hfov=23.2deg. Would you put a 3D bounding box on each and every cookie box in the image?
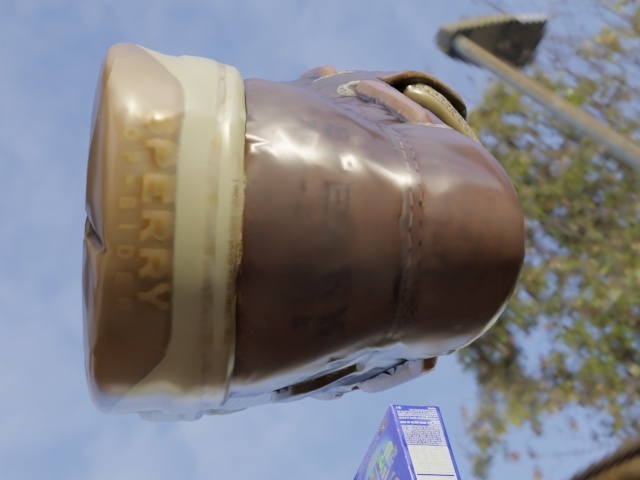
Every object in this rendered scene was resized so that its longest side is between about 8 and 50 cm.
[{"bbox_3d":[0.062,0.180,1.058,0.040,0.107,0.092,3,-45,-19],"label":"cookie box"}]

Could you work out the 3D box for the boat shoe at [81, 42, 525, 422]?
[{"bbox_3d":[0.000,0.000,0.508,0.123,0.342,0.123,1,-93,-2],"label":"boat shoe"}]
